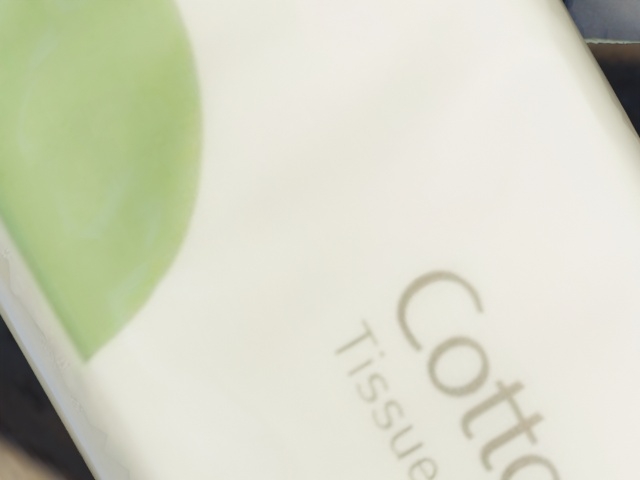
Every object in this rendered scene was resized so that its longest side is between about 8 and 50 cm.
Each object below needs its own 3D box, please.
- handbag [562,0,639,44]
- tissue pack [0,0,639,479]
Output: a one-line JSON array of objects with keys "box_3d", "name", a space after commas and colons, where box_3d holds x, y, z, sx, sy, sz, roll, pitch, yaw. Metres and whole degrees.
[{"box_3d": [0.214, -0.265, 0.957, 0.269, 0.326, 0.118, 0, 165, 8], "name": "handbag"}, {"box_3d": [0.001, -0.001, 0.616, 0.356, 0.194, 0.266, 60, 179, 0], "name": "tissue pack"}]
